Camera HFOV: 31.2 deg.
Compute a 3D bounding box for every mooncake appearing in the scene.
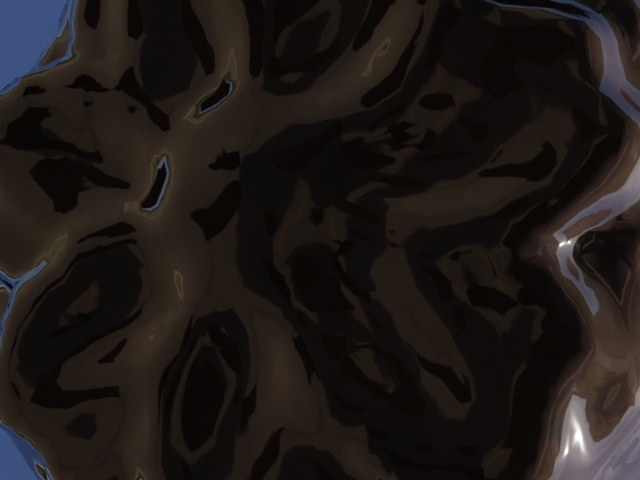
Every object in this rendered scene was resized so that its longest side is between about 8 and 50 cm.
[{"bbox_3d":[0.000,0.000,0.425,0.282,0.141,0.283,-5,-103,21],"label":"mooncake"}]
